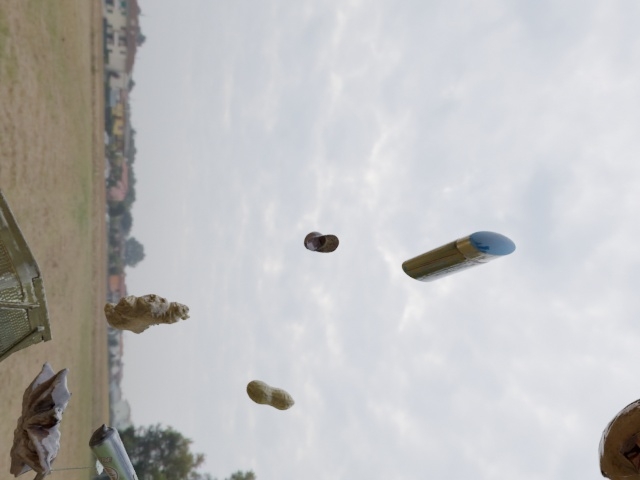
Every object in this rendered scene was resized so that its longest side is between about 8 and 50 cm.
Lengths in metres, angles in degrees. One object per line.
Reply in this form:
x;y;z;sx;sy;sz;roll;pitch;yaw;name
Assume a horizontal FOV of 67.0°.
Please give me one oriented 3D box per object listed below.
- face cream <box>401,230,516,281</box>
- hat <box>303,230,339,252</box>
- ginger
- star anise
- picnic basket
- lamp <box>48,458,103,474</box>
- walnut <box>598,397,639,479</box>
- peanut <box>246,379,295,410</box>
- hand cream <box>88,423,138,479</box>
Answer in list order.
0.358;0.045;1.286;0.285;0.139;0.068;-29;-126;52;face cream
0.003;-0.002;1.172;0.042;0.086;0.058;-89;164;-48;hat
-0.443;0.181;1.220;0.213;0.137;0.074;-10;-122;25;ginger
-0.702;0.476;1.211;0.292;0.108;0.350;-40;-135;46;star anise
-0.496;0.065;0.694;0.165;0.139;0.267;54;-37;17;picnic basket
-0.697;0.624;1.351;0.056;0.198;0.050;-89;175;-53;lamp
0.598;0.351;0.853;0.245;0.137;0.137;-44;-137;20;walnut
-0.080;0.248;0.775;0.037;0.083;0.037;11;90;-81;peanut
-0.398;0.478;0.976;0.086;0.055;0.235;-8;-74;53;hand cream
